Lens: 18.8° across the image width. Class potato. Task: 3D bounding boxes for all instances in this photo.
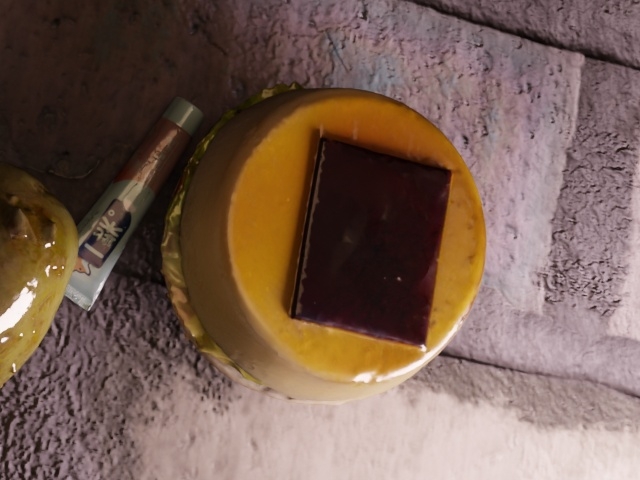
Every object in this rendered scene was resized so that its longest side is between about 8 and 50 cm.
[{"bbox_3d":[-0.333,0.052,1.563,0.307,0.173,0.210,-35,94,-19],"label":"potato"}]

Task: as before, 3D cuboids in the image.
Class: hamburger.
[{"bbox_3d":[0.000,0.000,1.698,0.300,0.176,0.300,4,80,-22],"label":"hamburger"}]

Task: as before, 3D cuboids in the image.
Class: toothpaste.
[{"bbox_3d":[-0.171,-0.036,1.714,0.056,0.036,0.205,37,75,-12],"label":"toothpaste"}]
